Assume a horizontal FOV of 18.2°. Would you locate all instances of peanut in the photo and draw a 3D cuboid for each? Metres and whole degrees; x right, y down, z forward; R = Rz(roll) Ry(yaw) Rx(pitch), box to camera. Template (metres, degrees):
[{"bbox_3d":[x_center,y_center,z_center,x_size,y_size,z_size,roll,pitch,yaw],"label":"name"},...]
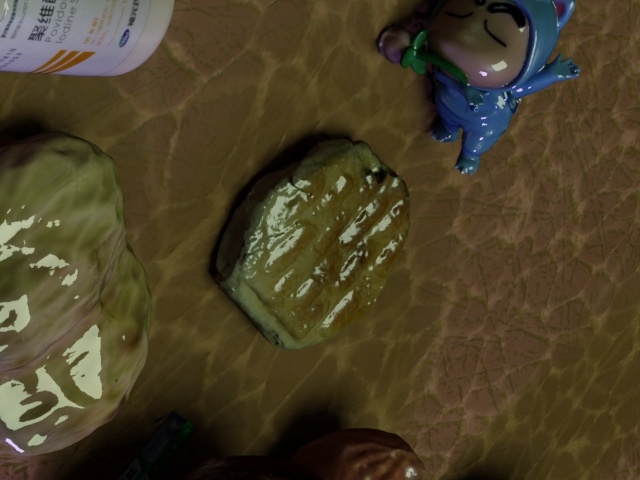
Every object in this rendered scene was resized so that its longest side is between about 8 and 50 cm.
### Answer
[{"bbox_3d":[-0.198,0.043,1.374,0.197,0.110,0.233,-43,142,-25],"label":"peanut"}]

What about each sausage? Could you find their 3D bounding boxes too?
[{"bbox_3d":[0.018,0.276,1.774,0.148,0.148,0.254,-12,121,-44],"label":"sausage"}]

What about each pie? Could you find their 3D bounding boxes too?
[{"bbox_3d":[0.000,0.000,1.621,0.195,0.046,0.195,-28,137,-30],"label":"pie"}]

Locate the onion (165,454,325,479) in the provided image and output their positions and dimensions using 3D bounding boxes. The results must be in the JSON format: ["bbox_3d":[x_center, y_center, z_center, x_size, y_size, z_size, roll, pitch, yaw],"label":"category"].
[{"bbox_3d":[-0.119,0.340,1.562,0.385,0.348,0.348,2,126,0],"label":"onion"}]

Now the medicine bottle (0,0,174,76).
[{"bbox_3d":[-0.210,-0.160,1.203,0.252,0.114,0.114,-1,117,-47],"label":"medicine bottle"}]

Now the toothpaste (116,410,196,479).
[{"bbox_3d":[-0.136,0.178,1.622,0.083,0.020,0.017,-50,141,-8],"label":"toothpaste"}]

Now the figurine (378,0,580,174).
[{"bbox_3d":[0.122,-0.137,1.613,0.144,0.114,0.178,-18,138,-38],"label":"figurine"}]
